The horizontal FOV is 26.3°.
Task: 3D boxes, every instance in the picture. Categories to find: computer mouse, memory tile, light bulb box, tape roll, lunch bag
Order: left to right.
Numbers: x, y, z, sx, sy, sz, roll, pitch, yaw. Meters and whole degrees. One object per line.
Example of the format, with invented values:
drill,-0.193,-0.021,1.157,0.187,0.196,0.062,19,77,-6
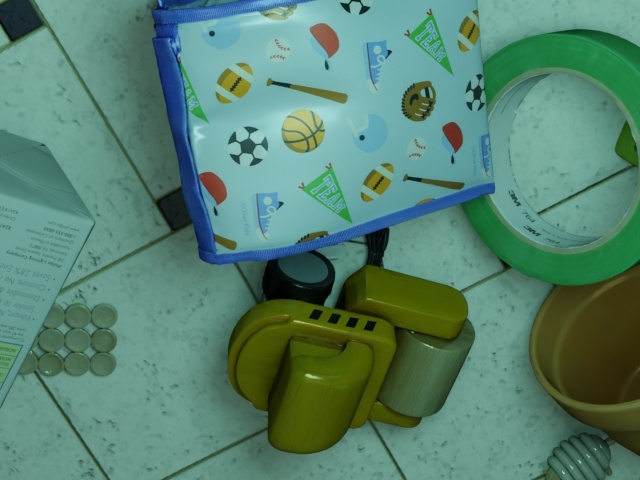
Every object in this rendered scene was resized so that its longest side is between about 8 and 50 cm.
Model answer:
light bulb box,-0.536,0.032,1.701,0.358,0.225,0.361,18,109,-36
memory tile,-0.360,0.139,1.925,0.148,0.012,0.113,2,110,-5
lunch bag,-0.008,-0.174,1.675,0.385,0.239,0.328,-21,113,-26
computer mouse,0.000,0.000,1.882,0.193,0.042,0.106,8,110,-7
tape roll,0.319,-0.106,1.746,0.321,0.077,0.321,11,109,36

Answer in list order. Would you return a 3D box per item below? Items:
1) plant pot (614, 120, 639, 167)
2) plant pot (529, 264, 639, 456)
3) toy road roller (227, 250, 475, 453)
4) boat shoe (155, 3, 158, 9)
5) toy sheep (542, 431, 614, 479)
plant pot,0.550,-0.151,1.778,0.227,0.207,0.228,19,107,-10
plant pot,0.458,0.167,1.866,0.291,0.291,0.203,-33,126,8
toy road roller,0.038,0.173,1.826,0.329,0.241,0.203,13,124,-10
boat shoe,-0.176,-0.287,1.744,0.079,0.084,0.233,-29,111,2
toy sheep,0.383,0.326,2.007,0.132,0.091,0.091,-40,108,-4
